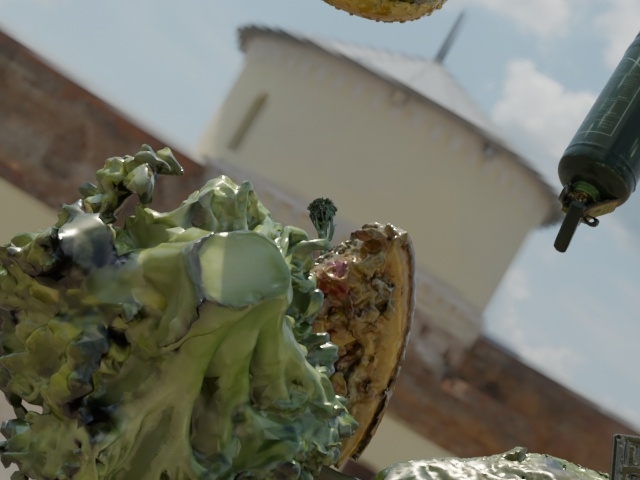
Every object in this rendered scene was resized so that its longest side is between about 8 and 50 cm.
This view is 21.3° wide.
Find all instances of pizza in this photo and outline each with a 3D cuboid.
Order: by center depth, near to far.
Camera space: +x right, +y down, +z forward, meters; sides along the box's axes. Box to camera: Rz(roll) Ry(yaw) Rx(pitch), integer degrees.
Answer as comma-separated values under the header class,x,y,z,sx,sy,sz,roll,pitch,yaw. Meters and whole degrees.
class,x,y,z,sx,sy,sz,roll,pitch,yaw
pizza,-0.006,0.085,1.656,0.287,0.251,0.074,25,7,-44

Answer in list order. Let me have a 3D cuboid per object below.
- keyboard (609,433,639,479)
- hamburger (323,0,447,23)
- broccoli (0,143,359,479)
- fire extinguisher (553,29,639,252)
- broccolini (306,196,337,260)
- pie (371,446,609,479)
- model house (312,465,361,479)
class,x,y,z,sx,sy,sz,roll,pitch,yaw
keyboard,0.196,0.176,1.026,0.049,0.129,0.015,9,-36,4
hamburger,0.043,-0.280,1.538,0.191,0.118,0.182,28,31,9
broccoli,-0.123,0.080,1.436,0.334,0.272,0.324,5,31,-25
fire extinguisher,0.362,-0.126,2.051,0.095,0.311,0.114,29,-29,11
broccolini,0.000,0.000,2.064,0.035,0.030,0.140,27,39,-21
pie,0.136,0.235,1.121,0.277,0.277,0.078,26,-42,28
model house,-0.132,0.333,1.625,0.267,0.194,0.325,19,24,29
